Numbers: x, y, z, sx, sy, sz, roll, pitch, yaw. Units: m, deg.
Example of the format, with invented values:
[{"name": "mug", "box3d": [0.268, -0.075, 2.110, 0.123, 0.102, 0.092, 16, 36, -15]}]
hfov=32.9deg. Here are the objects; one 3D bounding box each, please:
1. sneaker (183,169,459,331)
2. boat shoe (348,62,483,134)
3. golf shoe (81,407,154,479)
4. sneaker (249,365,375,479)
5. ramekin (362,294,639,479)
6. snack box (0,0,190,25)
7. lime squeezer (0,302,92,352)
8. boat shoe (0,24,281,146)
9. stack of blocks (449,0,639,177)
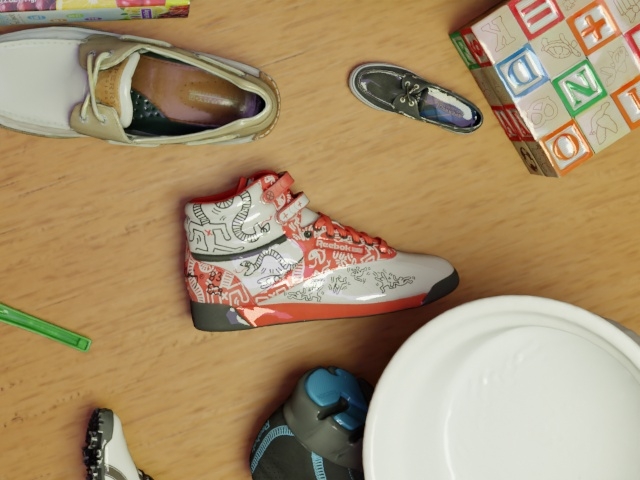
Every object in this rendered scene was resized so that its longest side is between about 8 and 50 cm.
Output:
[{"name": "sneaker", "box3d": [-0.001, 0.000, 1.057, 0.270, 0.090, 0.145, -7, 99, -4]}, {"name": "boat shoe", "box3d": [0.098, -0.143, 1.080, 0.142, 0.040, 0.049, 18, 93, -9]}, {"name": "golf shoe", "box3d": [-0.182, 0.254, 1.074, 0.093, 0.077, 0.198, -10, 104, -17]}, {"name": "sneaker", "box3d": [0.087, 0.257, 1.100, 0.340, 0.125, 0.140, 35, 118, -12]}, {"name": "ramekin", "box3d": [0.187, 0.183, 0.920, 0.277, 0.135, 0.277, -1, 89, 28]}, {"name": "snack box", "box3d": [-0.230, -0.293, 1.003, 0.207, 0.070, 0.175, -3, 91, -9]}, {"name": "lime squeezer", "box3d": [-0.365, 0.044, 1.013, 0.310, 0.110, 0.059, 22, 74, -39]}, {"name": "boat shoe", "box3d": [-0.187, -0.145, 1.010, 0.302, 0.103, 0.113, 1, 95, -8]}, {"name": "stack of blocks", "box3d": [0.302, -0.213, 1.077, 0.297, 0.087, 0.171, -34, 99, -3]}]
